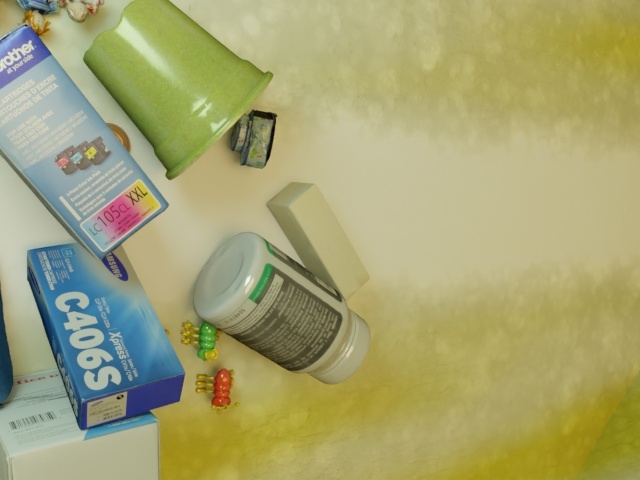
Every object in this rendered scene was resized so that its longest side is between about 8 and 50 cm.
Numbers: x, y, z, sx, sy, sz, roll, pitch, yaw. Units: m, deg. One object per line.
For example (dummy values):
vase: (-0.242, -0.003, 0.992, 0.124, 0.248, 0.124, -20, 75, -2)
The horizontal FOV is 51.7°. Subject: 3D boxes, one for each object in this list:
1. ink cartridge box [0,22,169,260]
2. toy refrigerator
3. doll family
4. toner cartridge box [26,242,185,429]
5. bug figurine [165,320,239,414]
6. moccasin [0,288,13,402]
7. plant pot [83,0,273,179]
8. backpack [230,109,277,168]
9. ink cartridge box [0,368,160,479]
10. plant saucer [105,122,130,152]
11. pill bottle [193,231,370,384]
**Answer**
ink cartridge box: (-0.448, -0.178, 1.054, 0.151, 0.270, 0.395, -43, 118, -16)
toy refrigerator: (0.000, 0.000, 1.489, 0.094, 0.102, 0.269, -42, 117, -22)
doll family: (-0.498, -0.434, 1.099, 0.263, 0.118, 0.163, 2, 88, -58)
toner cartridge box: (-0.371, 0.139, 1.118, 0.165, 0.348, 0.075, -9, 134, -34)
bug figurine: (-0.287, 0.271, 1.349, 0.279, 0.072, 0.216, -3, 98, -33)
moccasin: (-0.588, 0.104, 1.060, 0.117, 0.138, 0.342, -10, 81, -8)
plant pot: (-0.270, -0.295, 1.191, 0.254, 0.276, 0.276, 45, 71, -18)
backpack: (-0.142, -0.209, 1.367, 0.084, 0.105, 0.114, 8, 93, -12)
ink cartridge box: (-0.431, 0.328, 1.117, 0.223, 0.307, 0.129, -7, 103, -34)
plant saucer: (-0.400, -0.180, 1.246, 0.083, 0.013, 0.083, -5, 99, -33)
pill bottle: (-0.071, 0.155, 1.400, 0.361, 0.204, 0.204, 38, 75, -31)
